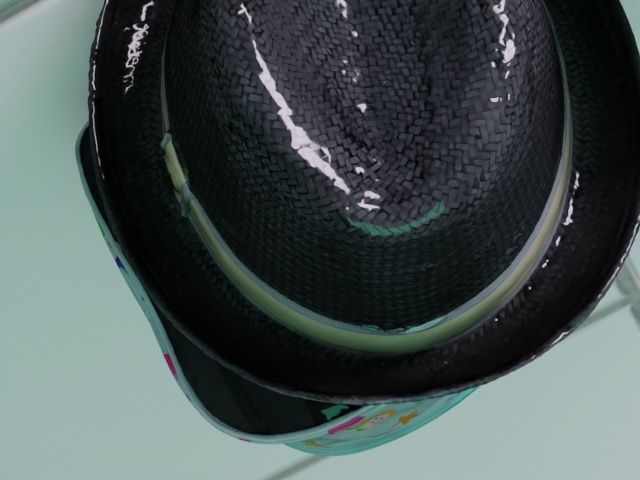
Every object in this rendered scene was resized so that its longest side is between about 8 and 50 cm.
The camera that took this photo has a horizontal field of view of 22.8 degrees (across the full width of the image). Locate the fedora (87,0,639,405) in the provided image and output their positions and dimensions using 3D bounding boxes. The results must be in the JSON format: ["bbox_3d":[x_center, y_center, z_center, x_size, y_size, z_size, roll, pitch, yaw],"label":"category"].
[{"bbox_3d":[0.024,-0.091,0.798,0.334,0.334,0.152,-15,163,-4],"label":"fedora"}]

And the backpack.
[{"bbox_3d":[0.000,0.000,0.948,0.225,0.253,0.191,-32,153,12],"label":"backpack"}]
